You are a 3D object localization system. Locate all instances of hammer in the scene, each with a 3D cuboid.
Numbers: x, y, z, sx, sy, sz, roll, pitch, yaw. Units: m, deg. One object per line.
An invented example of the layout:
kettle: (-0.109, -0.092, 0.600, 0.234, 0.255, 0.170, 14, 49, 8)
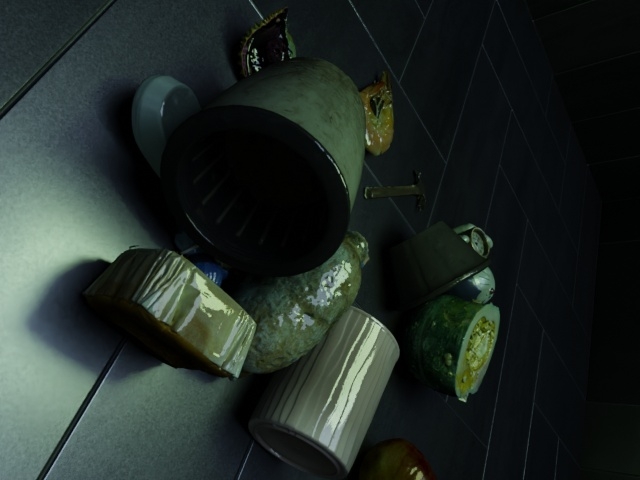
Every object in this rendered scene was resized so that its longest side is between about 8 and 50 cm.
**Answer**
hammer: (0.209, -0.134, 1.524, 0.297, 0.027, 0.125, -7, 85, -52)

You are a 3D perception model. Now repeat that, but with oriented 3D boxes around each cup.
cup: (0.002, 0.296, 1.090, 0.208, 0.288, 0.273, 31, 53, -1)

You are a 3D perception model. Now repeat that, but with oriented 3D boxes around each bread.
bread: (-0.220, 0.114, 0.819, 0.209, 0.192, 0.109, 52, 55, -35)

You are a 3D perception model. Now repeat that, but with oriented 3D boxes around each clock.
clock: (0.455, 0.086, 1.701, 0.200, 0.147, 0.243, 30, 57, -39)

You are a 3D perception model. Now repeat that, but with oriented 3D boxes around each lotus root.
lotus root: (-0.047, 0.100, 0.976, 0.349, 0.175, 0.175, -43, 121, -13)

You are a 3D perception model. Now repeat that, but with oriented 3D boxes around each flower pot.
flower pot: (-0.058, -0.147, 0.941, 0.293, 0.294, 0.330, 61, 31, -25)
flower pot: (0.285, 0.053, 1.443, 0.269, 0.269, 0.166, -18, 80, -51)

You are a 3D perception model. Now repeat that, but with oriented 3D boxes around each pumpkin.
pumpkin: (0.328, 0.271, 1.476, 0.293, 0.197, 0.263, 22, 81, -55)

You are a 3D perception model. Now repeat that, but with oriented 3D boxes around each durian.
durian: (-0.107, -0.365, 1.137, 0.108, 0.119, 0.186, -102, -178, -69)

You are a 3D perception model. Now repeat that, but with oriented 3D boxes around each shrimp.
shrimp: (0.143, -0.344, 1.455, 0.145, 0.061, 0.267, 34, 61, -32)

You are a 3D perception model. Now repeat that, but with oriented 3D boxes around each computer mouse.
computer mouse: (-0.242, -0.165, 0.935, 0.128, 0.079, 0.230, -58, 144, -43)

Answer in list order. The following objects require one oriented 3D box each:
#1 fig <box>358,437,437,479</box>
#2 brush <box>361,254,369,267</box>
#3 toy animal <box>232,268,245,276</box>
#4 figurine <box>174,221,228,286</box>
fig: (0.116, 0.571, 1.234, 0.290, 0.190, 0.190, -29, 113, -6)
brush: (0.067, 0.056, 1.326, 0.164, 0.014, 0.051, -30, 106, -49)
toy animal: (-0.106, -0.029, 1.094, 0.149, 0.054, 0.275, 35, 59, -40)
figurine: (-0.204, 0.021, 0.948, 0.086, 0.087, 0.149, -9, 90, -14)
